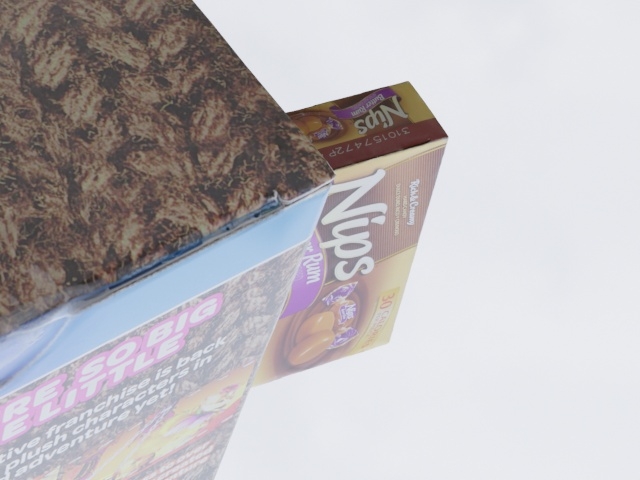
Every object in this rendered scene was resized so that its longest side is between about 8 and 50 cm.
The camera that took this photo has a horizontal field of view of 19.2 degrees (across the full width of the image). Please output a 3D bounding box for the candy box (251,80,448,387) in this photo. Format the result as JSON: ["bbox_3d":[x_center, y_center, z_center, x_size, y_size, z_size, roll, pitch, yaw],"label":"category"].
[{"bbox_3d":[0.000,0.000,1.089,0.109,0.186,0.053,-16,-124,-24],"label":"candy box"}]

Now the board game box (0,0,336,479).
[{"bbox_3d":[-0.156,0.057,0.600,0.232,0.291,0.141,-27,-114,-31],"label":"board game box"}]
